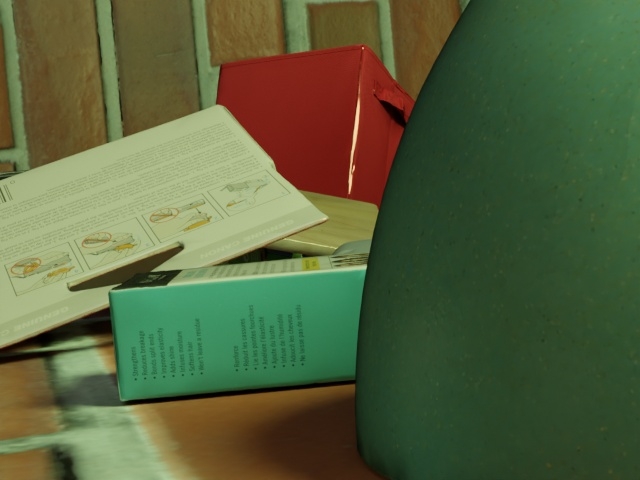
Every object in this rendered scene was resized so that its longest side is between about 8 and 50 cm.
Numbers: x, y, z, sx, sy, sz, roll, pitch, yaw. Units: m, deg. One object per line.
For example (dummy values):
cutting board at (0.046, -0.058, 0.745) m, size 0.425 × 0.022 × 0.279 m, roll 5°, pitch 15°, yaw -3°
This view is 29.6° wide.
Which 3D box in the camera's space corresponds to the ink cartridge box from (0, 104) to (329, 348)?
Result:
ink cartridge box at (-0.168, 0.006, 0.954) m, size 0.296 × 0.066 × 0.261 m, roll -21°, pitch 33°, yaw -14°

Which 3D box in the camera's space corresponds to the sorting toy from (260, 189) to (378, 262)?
sorting toy at (0.000, 0.000, 1.127) m, size 0.275 × 0.046 × 0.132 m, roll 10°, pitch 22°, yaw -9°

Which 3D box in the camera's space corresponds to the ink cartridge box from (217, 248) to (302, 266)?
ink cartridge box at (-0.115, 0.024, 1.181) m, size 0.109 × 0.062 × 0.209 m, roll -3°, pitch 4°, yaw 29°

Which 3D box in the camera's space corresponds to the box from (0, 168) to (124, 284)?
box at (-0.246, -0.009, 1.272) m, size 0.163 × 0.142 × 0.247 m, roll -4°, pitch 4°, yaw 24°

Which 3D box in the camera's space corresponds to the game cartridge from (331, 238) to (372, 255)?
game cartridge at (0.150, 0.018, 0.956) m, size 0.297 × 0.062 × 0.198 m, roll -5°, pitch 7°, yaw 3°

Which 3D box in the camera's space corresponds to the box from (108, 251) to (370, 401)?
box at (0.015, 0.040, 0.662) m, size 0.244 × 0.060 × 0.100 m, roll -5°, pitch 3°, yaw -1°

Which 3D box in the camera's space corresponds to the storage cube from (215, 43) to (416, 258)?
storage cube at (-0.006, -0.089, 1.394) m, size 0.215 × 0.193 × 0.184 m, roll -5°, pitch -22°, yaw 26°

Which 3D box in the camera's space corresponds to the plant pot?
plant pot at (0.149, -0.028, 0.462) m, size 0.290 × 0.195 × 0.290 m, roll -6°, pitch 3°, yaw 0°
